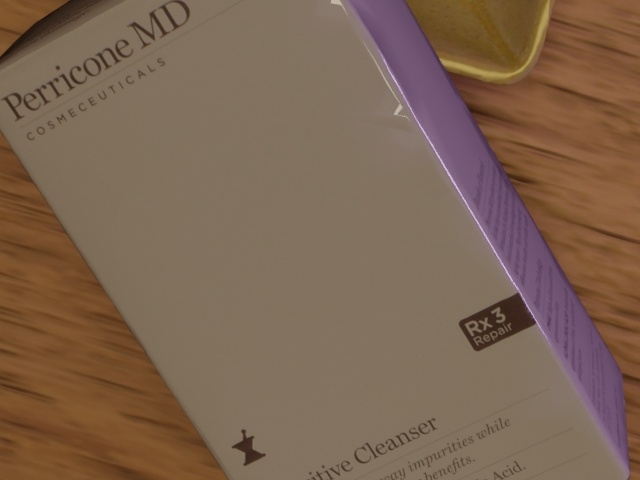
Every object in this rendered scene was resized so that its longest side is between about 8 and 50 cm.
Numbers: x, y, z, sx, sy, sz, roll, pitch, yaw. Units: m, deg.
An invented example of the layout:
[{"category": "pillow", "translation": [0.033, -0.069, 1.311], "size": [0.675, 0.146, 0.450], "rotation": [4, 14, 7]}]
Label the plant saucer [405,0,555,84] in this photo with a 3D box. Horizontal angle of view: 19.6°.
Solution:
[{"category": "plant saucer", "translation": [0.009, -0.294, 1.139], "size": [0.332, 0.081, 0.333], "rotation": [15, 97, 1]}]

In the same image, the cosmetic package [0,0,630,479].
[{"category": "cosmetic package", "translation": [0.000, 0.000, 1.083], "size": [0.217, 0.156, 0.385], "rotation": [-30, 106, 16]}]
